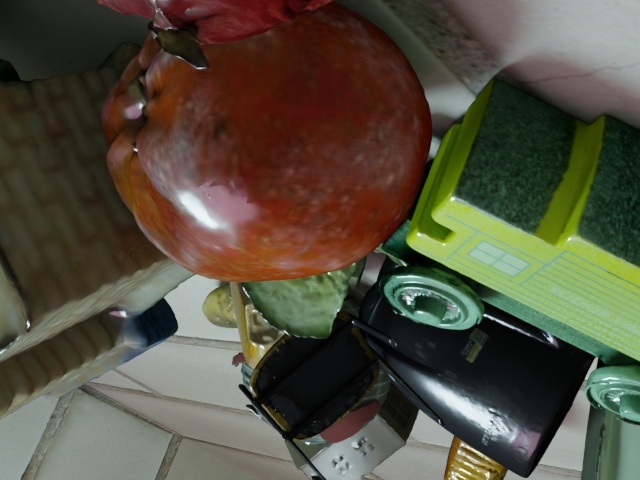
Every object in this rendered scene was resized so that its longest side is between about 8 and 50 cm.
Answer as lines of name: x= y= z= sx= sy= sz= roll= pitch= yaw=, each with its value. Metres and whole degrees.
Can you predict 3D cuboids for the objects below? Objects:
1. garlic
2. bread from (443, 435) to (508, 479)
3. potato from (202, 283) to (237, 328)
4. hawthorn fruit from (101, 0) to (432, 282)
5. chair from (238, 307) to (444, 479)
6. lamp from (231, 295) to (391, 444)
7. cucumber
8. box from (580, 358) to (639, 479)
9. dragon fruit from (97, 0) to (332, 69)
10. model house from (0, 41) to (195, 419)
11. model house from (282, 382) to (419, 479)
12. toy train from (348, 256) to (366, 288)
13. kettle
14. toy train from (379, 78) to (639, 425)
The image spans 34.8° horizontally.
garlic: x=-0.065 y=0.083 z=1.390 sx=0.164 sy=0.145 sz=0.245 roll=52 pitch=-174 yaw=-34
bread: x=0.267 y=0.318 z=1.645 sx=0.104 sy=0.199 sz=0.199 roll=20 pitch=160 yaw=15
potato: x=-0.140 y=0.112 z=1.719 sx=0.138 sy=0.070 sz=0.091 roll=0 pitch=152 yaw=48
hawthorn fruit: x=-0.049 y=-0.084 z=0.862 sx=0.284 sy=0.284 sz=0.284 roll=19 pitch=160 yaw=7
chair: x=0.004 y=0.173 z=1.215 sx=0.172 sy=0.158 sz=0.247 roll=57 pitch=169 yaw=-32
lamp: x=-0.004 y=0.195 z=1.540 sx=0.265 sy=0.233 sz=0.233 roll=4 pitch=154 yaw=45
cucumber: x=-0.007 y=0.001 z=1.109 sx=0.191 sy=0.191 sz=0.130 roll=22 pitch=-178 yaw=0
box: x=0.415 y=0.235 z=1.154 sx=0.220 sy=0.291 sz=0.166 roll=26 pitch=148 yaw=-14
dragon fruit: x=-0.055 y=-0.224 z=0.539 sx=0.244 sy=0.244 sz=0.299 roll=40 pitch=176 yaw=-40
model house: x=-0.315 y=-0.034 z=1.139 sx=0.445 sy=0.400 sz=0.395 roll=-34 pitch=81 yaw=44
model house: x=0.026 y=0.289 z=1.859 sx=0.243 sy=0.204 sz=0.211 roll=46 pitch=113 yaw=-4
toy train: x=0.000 y=0.000 z=1.292 sx=0.125 sy=0.081 sz=0.194 roll=12 pitch=160 yaw=2
kettle: x=0.186 y=0.111 z=1.257 sx=0.290 sy=0.207 sz=0.268 roll=30 pitch=137 yaw=19
toy train: x=0.259 y=0.022 z=0.955 sx=0.442 sy=0.179 sz=0.272 roll=26 pitch=153 yaw=-6
